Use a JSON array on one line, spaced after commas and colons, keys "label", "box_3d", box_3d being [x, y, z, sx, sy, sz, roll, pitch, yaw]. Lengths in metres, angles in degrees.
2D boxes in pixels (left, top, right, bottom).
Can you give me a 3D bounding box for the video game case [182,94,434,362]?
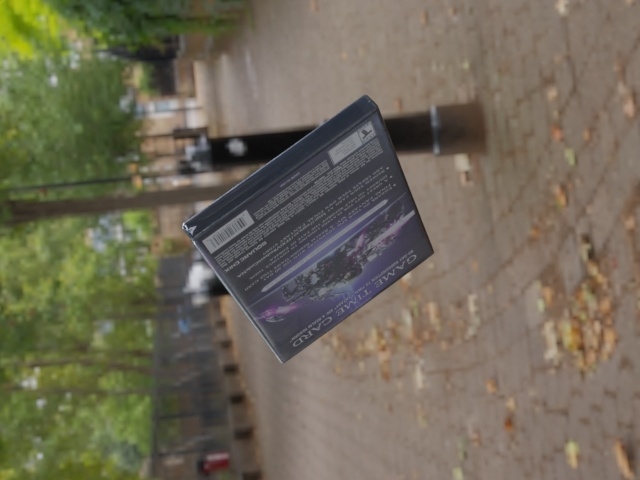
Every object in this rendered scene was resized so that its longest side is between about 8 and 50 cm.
[{"label": "video game case", "box_3d": [0.000, 0.000, 1.210, 0.026, 0.196, 0.274, 51, 175, 31]}]
